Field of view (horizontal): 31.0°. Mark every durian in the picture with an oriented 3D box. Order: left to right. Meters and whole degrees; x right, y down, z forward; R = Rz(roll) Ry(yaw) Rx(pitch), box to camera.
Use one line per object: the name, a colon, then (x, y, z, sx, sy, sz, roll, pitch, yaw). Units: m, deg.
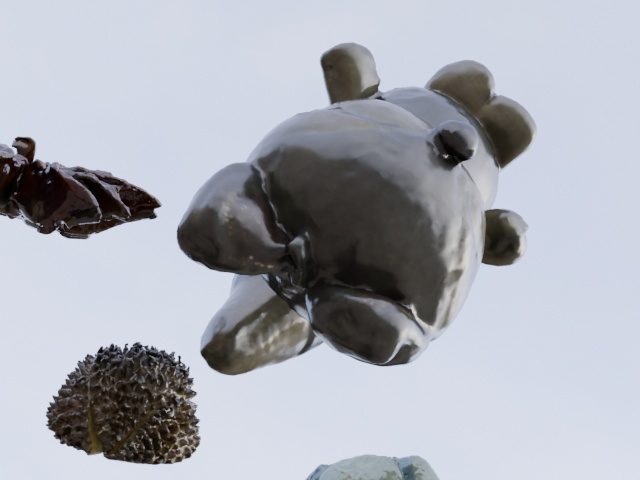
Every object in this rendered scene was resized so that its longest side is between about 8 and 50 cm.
durian: (-0.179, 0.140, 1.098, 0.148, 0.188, 0.091, 12, -77, -9)

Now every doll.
doll: (0.026, 0.024, 1.048, 0.252, 0.382, 0.378, 33, -54, 14)
doll: (0.050, 0.292, 1.305, 0.214, 0.103, 0.071, -15, -33, 31)

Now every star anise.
star anise: (-0.285, -0.055, 1.098, 0.288, 0.088, 0.288, 18, -1, 0)
